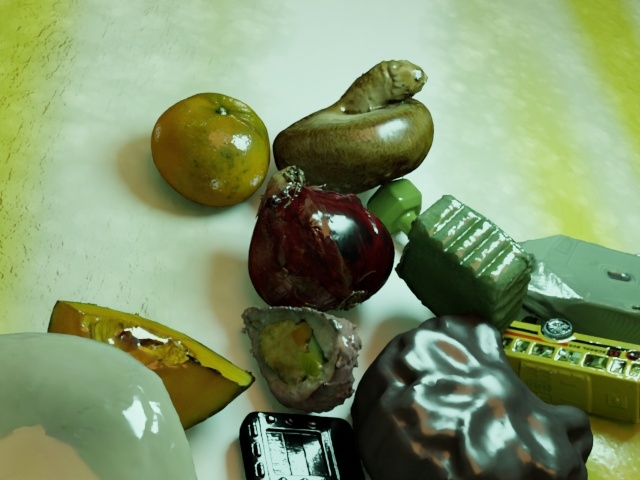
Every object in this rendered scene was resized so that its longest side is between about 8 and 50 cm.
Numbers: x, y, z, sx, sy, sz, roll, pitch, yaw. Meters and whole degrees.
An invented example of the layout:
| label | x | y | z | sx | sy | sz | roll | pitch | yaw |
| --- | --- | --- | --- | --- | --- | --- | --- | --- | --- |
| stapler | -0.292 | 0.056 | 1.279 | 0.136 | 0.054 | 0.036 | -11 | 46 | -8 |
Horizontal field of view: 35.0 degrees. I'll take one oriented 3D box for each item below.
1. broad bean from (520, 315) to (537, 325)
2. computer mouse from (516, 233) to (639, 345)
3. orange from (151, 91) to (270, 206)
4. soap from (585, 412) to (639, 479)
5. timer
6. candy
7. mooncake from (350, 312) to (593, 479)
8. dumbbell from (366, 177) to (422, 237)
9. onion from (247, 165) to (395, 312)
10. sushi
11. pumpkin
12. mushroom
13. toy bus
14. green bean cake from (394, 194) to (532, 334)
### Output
| label | x | y | z | sx | sy | sz | roll | pitch | yaw |
| --- | --- | --- | --- | --- | --- | --- | --- | --- | --- |
| broad bean | 0.440 | 0.229 | 1.879 | 0.070 | 0.048 | 0.213 | -31 | 67 | -19 |
| computer mouse | 0.542 | 0.114 | 1.976 | 0.429 | 0.145 | 0.228 | 13 | 38 | -7 |
| orange | -0.202 | -0.177 | 1.918 | 0.240 | 0.171 | 0.240 | 14 | 43 | -13 |
| soap | 0.609 | 0.373 | 1.760 | 0.427 | 0.115 | 0.306 | -15 | 57 | -36 |
| timer | -0.031 | 0.334 | 1.554 | 0.187 | 0.055 | 0.144 | 9 | 42 | -23 |
| candy | -0.344 | 0.270 | 1.129 | 0.427 | 0.186 | 0.386 | 4 | 53 | -19 |
| mooncake | 0.231 | 0.297 | 1.585 | 0.381 | 0.212 | 0.350 | 38 | 42 | 15 |
| dumbbell | 0.213 | 0.010 | 1.961 | 0.121 | 0.108 | 0.302 | -21 | 57 | -38 |
| onion | 0.008 | 0.018 | 1.779 | 0.281 | 0.221 | 0.281 | 15 | 57 | -23 |
| sushi | -0.039 | 0.194 | 1.645 | 0.107 | 0.241 | 0.161 | 24 | 74 | -49 |
| pumpkin | -0.270 | 0.202 | 1.555 | 0.312 | 0.148 | 0.169 | 28 | 1 | -2 |
| mushroom | 0.067 | -0.193 | 1.988 | 0.345 | 0.345 | 0.239 | -6 | 75 | -29 |
| toy bus | 0.465 | 0.227 | 1.743 | 0.335 | 0.121 | 0.123 | 10 | 35 | 29 |
| green bean cake | 0.243 | 0.055 | 1.744 | 0.222 | 0.227 | 0.125 | 37 | 61 | 21 |
